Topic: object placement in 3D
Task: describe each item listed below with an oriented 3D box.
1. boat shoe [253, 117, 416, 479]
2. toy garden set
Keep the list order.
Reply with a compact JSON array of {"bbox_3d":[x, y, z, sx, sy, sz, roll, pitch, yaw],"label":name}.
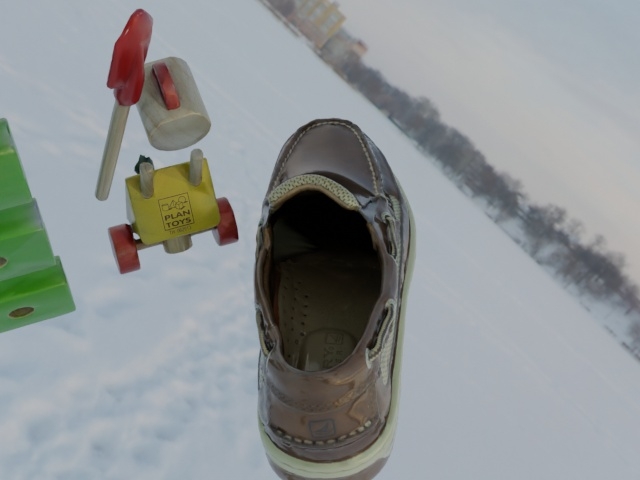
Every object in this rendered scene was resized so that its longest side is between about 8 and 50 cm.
[{"bbox_3d":[0.008,-0.001,0.450,0.257,0.095,0.095,-94,176,-47],"label":"boat shoe"},{"bbox_3d":[-0.136,-0.030,0.364,0.244,0.203,0.049,109,-38,-64],"label":"toy garden set"}]
